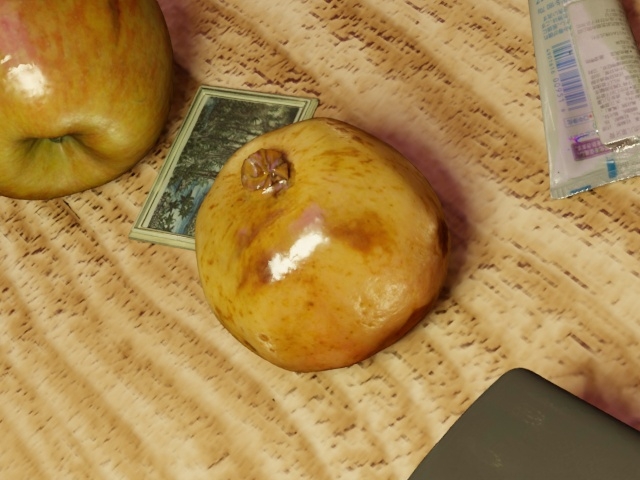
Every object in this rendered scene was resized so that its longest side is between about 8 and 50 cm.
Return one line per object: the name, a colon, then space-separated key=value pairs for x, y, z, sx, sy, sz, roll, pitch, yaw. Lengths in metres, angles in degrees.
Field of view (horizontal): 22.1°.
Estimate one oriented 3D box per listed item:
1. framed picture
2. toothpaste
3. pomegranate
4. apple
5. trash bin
framed picture: x=-0.095 y=-0.071 z=1.583 sx=0.142 sy=0.011 sz=0.183 roll=10 pitch=65 yaw=30
toothpaste: x=0.235 y=-0.179 z=1.467 sx=0.114 sy=0.073 sz=0.299 roll=-16 pitch=62 yaw=15
pomegranate: x=0.000 y=0.000 z=1.369 sx=0.215 sy=0.215 sz=0.215 roll=-12 pitch=56 yaw=18
apple: x=-0.267 y=-0.160 z=1.571 sx=0.264 sy=0.264 sz=0.264 roll=-12 pitch=56 yaw=18
trash bin: x=0.203 y=0.235 z=1.145 sx=0.209 sy=0.182 sz=0.290 roll=-49 pitch=48 yaw=-9
